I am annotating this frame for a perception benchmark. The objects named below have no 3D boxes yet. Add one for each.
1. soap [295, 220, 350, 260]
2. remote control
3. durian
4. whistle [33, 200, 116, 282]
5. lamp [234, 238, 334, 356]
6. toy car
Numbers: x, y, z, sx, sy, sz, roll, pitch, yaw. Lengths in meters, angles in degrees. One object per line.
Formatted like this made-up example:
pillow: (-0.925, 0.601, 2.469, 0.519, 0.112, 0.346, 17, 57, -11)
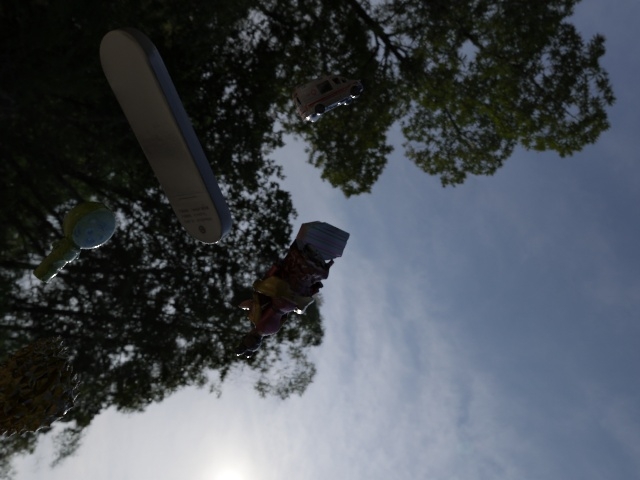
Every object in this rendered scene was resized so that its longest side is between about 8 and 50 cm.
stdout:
soap: (0.000, 0.000, 1.219, 0.056, 0.149, 0.100, 16, -95, 52)
remote control: (-0.166, -0.104, 0.492, 0.077, 0.022, 0.244, -2, -60, 36)
durian: (-0.561, 0.282, 0.867, 0.132, 0.182, 0.165, -19, -95, 32)
whistle: (-0.519, 0.001, 0.935, 0.057, 0.104, 0.198, 37, -99, 28)
lamp: (-0.086, 0.117, 0.894, 0.253, 0.118, 0.118, -52, -134, 14)
toy car: (0.022, -0.439, 1.328, 0.108, 0.210, 0.089, 62, -14, -6)
